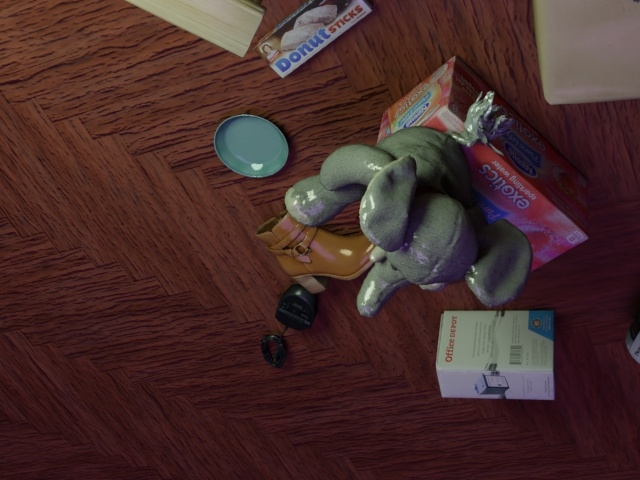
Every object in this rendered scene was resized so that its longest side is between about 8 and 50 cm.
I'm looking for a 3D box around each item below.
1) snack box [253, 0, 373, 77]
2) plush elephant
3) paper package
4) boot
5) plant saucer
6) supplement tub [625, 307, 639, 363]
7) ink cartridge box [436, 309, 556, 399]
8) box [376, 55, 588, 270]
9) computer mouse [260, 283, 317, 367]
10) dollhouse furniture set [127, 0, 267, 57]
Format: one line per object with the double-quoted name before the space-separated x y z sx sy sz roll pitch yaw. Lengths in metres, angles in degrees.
"snack box" -0.012 -0.303 1.453 0.178 0.022 0.064 -32 119 33
"plush elephant" 0.123 -0.014 1.324 0.272 0.255 0.330 33 130 -14
"paper package" 0.407 -0.346 1.224 0.310 0.168 0.324 -2 129 15
"boot" 0.000 0.000 1.682 0.197 0.073 0.152 -31 113 30
"plant saucer" -0.107 -0.152 1.605 0.119 0.021 0.119 6 131 7
"supplement tub" 0.569 0.114 1.617 0.117 0.117 0.190 13 132 1
"ink cartridge box" 0.299 0.191 1.731 0.191 0.139 0.082 -2 132 15
"box" 0.237 -0.098 1.492 0.300 0.142 0.154 40 128 -20
"computer mouse" -0.057 0.153 1.855 0.071 0.041 0.242 27 138 0
"dollhouse furniture set" -0.067 -0.454 1.160 0.362 0.256 0.394 25 127 -9
